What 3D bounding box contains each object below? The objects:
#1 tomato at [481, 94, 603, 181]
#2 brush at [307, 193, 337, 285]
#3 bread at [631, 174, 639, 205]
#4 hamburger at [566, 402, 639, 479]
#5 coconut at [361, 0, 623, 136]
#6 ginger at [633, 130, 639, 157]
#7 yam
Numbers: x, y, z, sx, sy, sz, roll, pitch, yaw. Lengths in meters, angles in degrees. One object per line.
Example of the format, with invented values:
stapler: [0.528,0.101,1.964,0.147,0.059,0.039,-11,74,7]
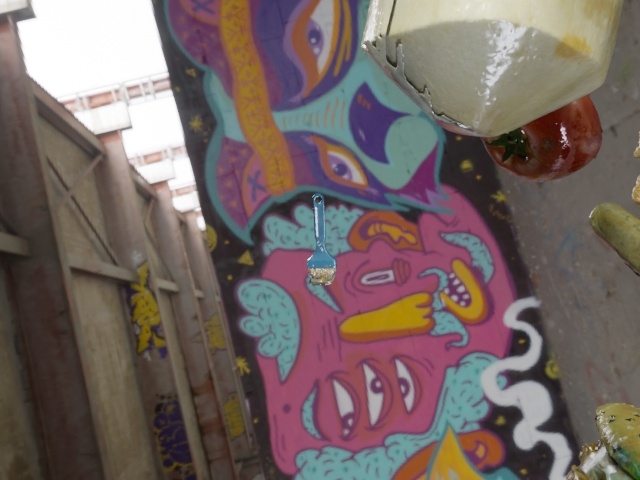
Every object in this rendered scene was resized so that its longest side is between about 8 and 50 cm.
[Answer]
tomato: [0.340,-0.181,0.995,0.225,0.085,0.225,37,156,20]
brush: [0.000,0.000,1.014,0.014,0.051,0.164,-90,-3,-69]
bread: [0.614,-0.092,1.109,0.083,0.046,0.080,121,158,-66]
hamburger: [0.469,0.347,0.871,0.167,0.192,0.288,-64,20,6]
coconut: [0.197,-0.272,0.714,0.323,0.323,0.322,166,90,-87]
ginger: [0.591,-0.094,0.908,0.075,0.089,0.288,43,-170,-43]
yam: [0.570,0.054,0.970,0.371,0.083,0.083,-116,11,-54]
